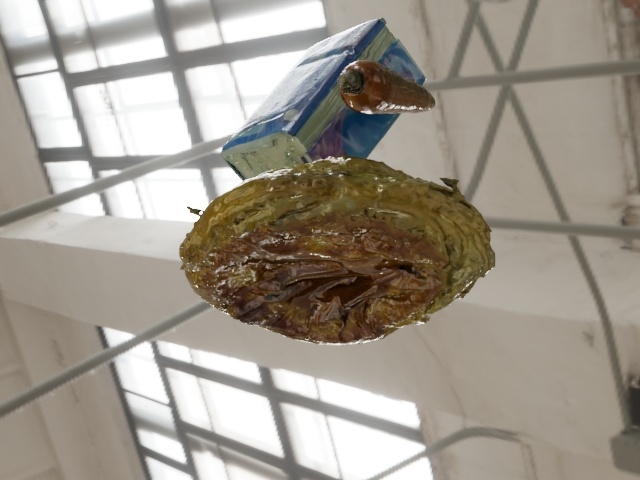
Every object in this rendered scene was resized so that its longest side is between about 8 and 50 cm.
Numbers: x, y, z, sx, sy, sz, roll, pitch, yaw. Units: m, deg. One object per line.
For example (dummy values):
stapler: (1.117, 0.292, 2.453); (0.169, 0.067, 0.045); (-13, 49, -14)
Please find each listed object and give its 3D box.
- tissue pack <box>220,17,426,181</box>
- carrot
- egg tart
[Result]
tissue pack: (0.005, -0.188, 1.407); (0.146, 0.198, 0.263); (49, -120, -21)
carrot: (0.101, -0.195, 1.246); (0.336, 0.069, 0.069); (-3, -84, -64)
egg tart: (0.000, 0.000, 1.104); (0.340, 0.351, 0.153); (17, -128, -21)
